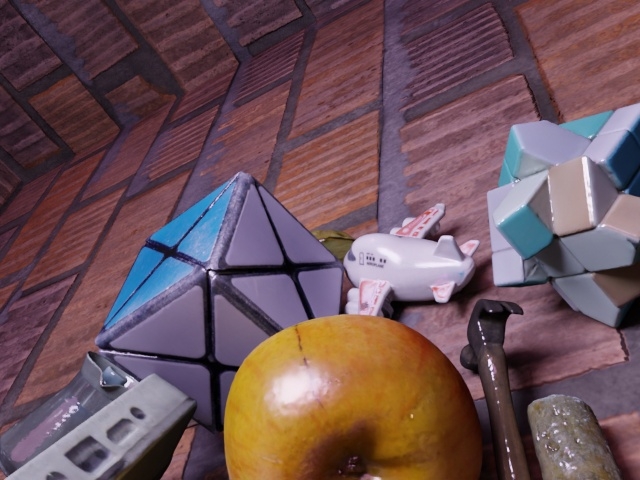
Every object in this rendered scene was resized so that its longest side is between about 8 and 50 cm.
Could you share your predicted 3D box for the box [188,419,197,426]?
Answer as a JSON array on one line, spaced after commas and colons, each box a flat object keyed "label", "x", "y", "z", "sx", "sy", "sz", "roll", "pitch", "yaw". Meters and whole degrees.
[{"label": "box", "x": -0.230, "y": 0.268, "z": 1.130, "sx": 0.246, "sy": 0.035, "sz": 0.139, "roll": -23, "pitch": 33, "yaw": 22}]

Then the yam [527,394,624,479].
[{"label": "yam", "x": 0.264, "y": 0.236, "z": 0.645, "sx": 0.078, "sy": 0.078, "sz": 0.179, "roll": -25, "pitch": 29, "yaw": 18}]

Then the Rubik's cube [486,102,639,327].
[{"label": "Rubik's cube", "x": 0.322, "y": -0.035, "z": 0.781, "sx": 0.213, "sy": 0.265, "sz": 0.224, "roll": -46, "pitch": 17, "yaw": -23}]

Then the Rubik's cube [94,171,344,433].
[{"label": "Rubik's cube", "x": -0.137, "y": 0.094, "z": 0.964, "sx": 0.259, "sy": 0.255, "sz": 0.260, "roll": -34, "pitch": 29, "yaw": 25}]

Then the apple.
[{"label": "apple", "x": 0.033, "y": 0.213, "z": 0.699, "sx": 0.286, "sy": 0.286, "sz": 0.233, "roll": -39, "pitch": 5, "yaw": -4}]

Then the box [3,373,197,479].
[{"label": "box", "x": -0.325, "y": 0.372, "z": 0.742, "sx": 0.396, "sy": 0.111, "sz": 0.396, "roll": -56, "pitch": -5, "yaw": 13}]

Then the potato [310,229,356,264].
[{"label": "potato", "x": 0.000, "y": 0.000, "z": 1.225, "sx": 0.149, "sy": 0.081, "sz": 0.120, "roll": -29, "pitch": 33, "yaw": 12}]

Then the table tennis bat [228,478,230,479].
[{"label": "table tennis bat", "x": -0.049, "y": 0.263, "z": 0.878, "sx": 0.237, "sy": 0.149, "sz": 0.038, "roll": -50, "pitch": 52, "yaw": 16}]

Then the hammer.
[{"label": "hammer", "x": 0.204, "y": 0.250, "z": 0.660, "sx": 0.044, "sy": 0.168, "sz": 0.439, "roll": 1, "pitch": 47, "yaw": 0}]

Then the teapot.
[{"label": "teapot", "x": -0.419, "y": 0.320, "z": 1.114, "sx": 0.225, "sy": 0.171, "sz": 0.203, "roll": -51, "pitch": -9, "yaw": -9}]

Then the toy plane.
[{"label": "toy plane", "x": 0.134, "y": 0.038, "z": 1.007, "sx": 0.252, "sy": 0.118, "sz": 0.252, "roll": -27, "pitch": 29, "yaw": 17}]
